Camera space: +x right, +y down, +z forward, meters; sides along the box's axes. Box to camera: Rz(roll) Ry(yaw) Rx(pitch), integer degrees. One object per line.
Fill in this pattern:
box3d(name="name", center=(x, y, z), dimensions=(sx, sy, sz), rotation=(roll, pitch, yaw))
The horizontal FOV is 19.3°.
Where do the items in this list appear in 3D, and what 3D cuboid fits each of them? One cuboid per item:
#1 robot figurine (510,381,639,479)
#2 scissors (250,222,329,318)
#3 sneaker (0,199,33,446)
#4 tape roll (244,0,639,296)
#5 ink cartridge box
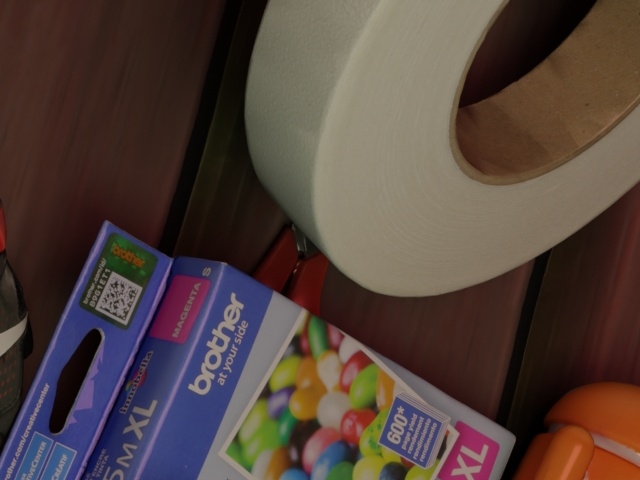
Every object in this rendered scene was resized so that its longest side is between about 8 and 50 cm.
box3d(name="robot figurine", center=(0.174, 0.184, 1.189), dimensions=(0.158, 0.128, 0.219), rotation=(34, 76, -15))
box3d(name="scissors", center=(0.000, 0.000, 1.183), dimensions=(0.109, 0.021, 0.297), rotation=(37, 73, -15))
box3d(name="sneaker", center=(-0.228, 0.089, 0.991), dimensions=(0.276, 0.097, 0.135), rotation=(-63, 139, -50))
box3d(name="tape roll", center=(0.132, -0.134, 1.075), dimensions=(0.392, 0.392, 0.072), rotation=(-31, 57, -21))
box3d(name="ink cartridge box", center=(-0.032, 0.135, 1.097), dimensions=(0.311, 0.065, 0.186), rotation=(32, 75, -33))
